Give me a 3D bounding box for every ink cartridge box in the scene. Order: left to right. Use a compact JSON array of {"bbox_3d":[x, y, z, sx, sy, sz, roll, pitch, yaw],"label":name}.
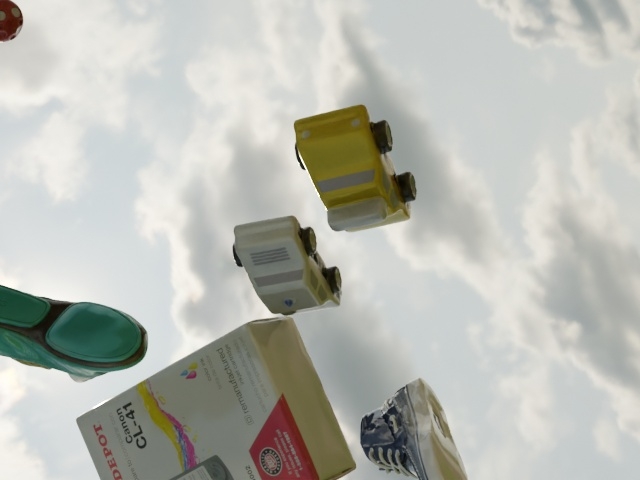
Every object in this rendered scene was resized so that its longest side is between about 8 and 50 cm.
[{"bbox_3d":[-0.140,0.264,1.314,0.226,0.306,0.131,64,-158,11],"label":"ink cartridge box"}]

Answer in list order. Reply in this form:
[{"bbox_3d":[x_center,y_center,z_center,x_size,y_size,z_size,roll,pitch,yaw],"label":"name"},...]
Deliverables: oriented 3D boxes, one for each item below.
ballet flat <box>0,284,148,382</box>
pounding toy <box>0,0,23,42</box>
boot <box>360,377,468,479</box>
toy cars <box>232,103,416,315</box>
[{"bbox_3d":[-0.281,0.107,1.078,0.083,0.247,0.087,-57,-30,-39],"label":"ballet flat"},{"bbox_3d":[-0.419,-0.272,1.104,0.183,0.110,0.237,-49,-33,-21],"label":"pounding toy"},{"bbox_3d":[0.090,0.218,1.009,0.069,0.086,0.190,51,-168,-17],"label":"boot"},{"bbox_3d":[0.000,0.000,1.148,0.176,0.393,0.087,13,-126,-17],"label":"toy cars"}]
